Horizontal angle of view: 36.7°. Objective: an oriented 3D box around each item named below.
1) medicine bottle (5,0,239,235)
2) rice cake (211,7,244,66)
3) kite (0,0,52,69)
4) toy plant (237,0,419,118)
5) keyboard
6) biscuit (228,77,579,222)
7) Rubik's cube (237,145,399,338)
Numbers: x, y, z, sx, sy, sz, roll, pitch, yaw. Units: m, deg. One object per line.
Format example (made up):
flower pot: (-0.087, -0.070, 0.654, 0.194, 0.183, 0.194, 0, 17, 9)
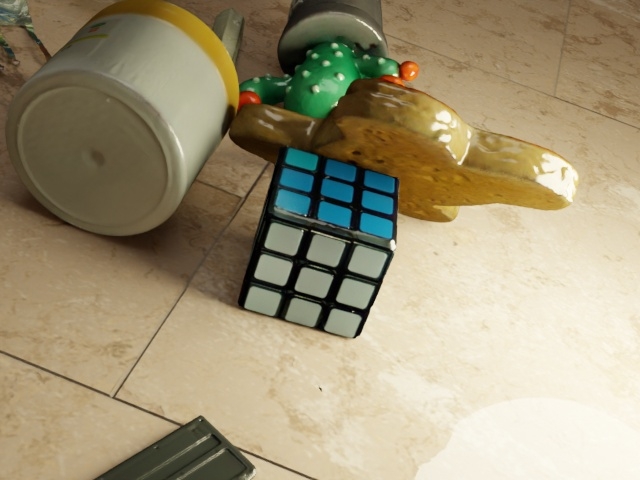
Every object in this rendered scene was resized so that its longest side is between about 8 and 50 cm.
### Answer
medicine bottle: (-0.249, -0.161, 1.241, 0.238, 0.238, 0.232, 20, 37, 2)
rice cake: (-0.169, -0.327, 1.657, 0.057, 0.052, 0.256, -10, 35, 10)
kite: (-0.519, -0.356, 1.570, 0.169, 0.015, 0.310, -14, 46, -38)
toy plant: (0.008, -0.289, 1.582, 0.279, 0.185, 0.400, 8, 51, -4)
keyboard: (-0.148, 0.233, 0.945, 0.103, 0.041, 0.381, 39, 47, 25)
biscuit: (0.092, -0.118, 1.246, 0.368, 0.076, 0.394, 21, -11, -23)
Rubik's cube: (0.000, 0.000, 1.204, 0.160, 0.163, 0.162, 16, 37, -5)
